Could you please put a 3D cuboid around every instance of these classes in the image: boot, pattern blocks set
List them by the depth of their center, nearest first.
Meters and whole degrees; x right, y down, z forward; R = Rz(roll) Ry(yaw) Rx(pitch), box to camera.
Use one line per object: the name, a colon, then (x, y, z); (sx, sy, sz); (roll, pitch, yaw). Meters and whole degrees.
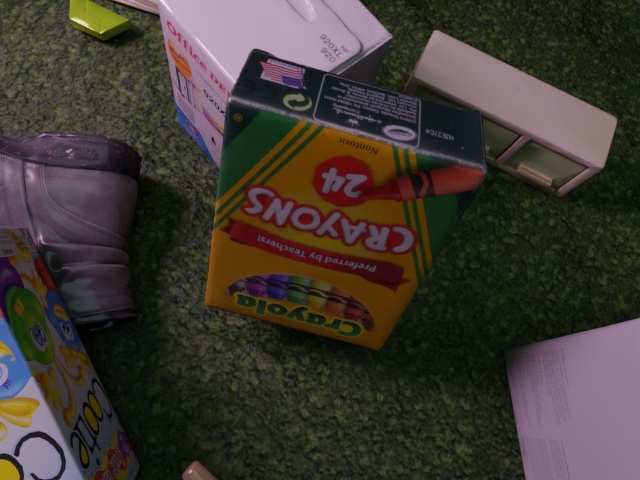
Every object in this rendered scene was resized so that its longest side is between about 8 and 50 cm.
boot: (-0.369, -0.006, 0.582); (0.337, 0.118, 0.223); (2, 79, -2)
pattern blocks set: (-0.257, -0.400, 0.770); (0.324, 0.026, 0.286); (31, 70, 2)

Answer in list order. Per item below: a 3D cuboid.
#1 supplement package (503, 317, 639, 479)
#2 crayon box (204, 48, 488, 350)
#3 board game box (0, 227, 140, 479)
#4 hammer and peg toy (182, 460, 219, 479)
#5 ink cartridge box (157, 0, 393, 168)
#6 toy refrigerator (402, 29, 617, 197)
supplement package: (0.353, 0.189, 0.551); (0.197, 0.263, 0.200); (-2, 73, -10)
crayon box: (0.000, 0.000, 0.526); (0.202, 0.319, 0.081); (14, 47, -3)
board game box: (-0.292, 0.142, 0.476); (0.144, 0.142, 0.276); (-24, 96, -9)
hammer and peg toy: (-0.139, 0.389, 0.467); (0.361, 0.127, 0.266); (-32, 79, -38)
ink cartridge box: (-0.059, -0.182, 0.621); (0.168, 0.233, 0.171); (-39, 81, -19)
toy refrigerator: (0.244, -0.165, 0.736); (0.269, 0.102, 0.094); (26, 70, -1)
